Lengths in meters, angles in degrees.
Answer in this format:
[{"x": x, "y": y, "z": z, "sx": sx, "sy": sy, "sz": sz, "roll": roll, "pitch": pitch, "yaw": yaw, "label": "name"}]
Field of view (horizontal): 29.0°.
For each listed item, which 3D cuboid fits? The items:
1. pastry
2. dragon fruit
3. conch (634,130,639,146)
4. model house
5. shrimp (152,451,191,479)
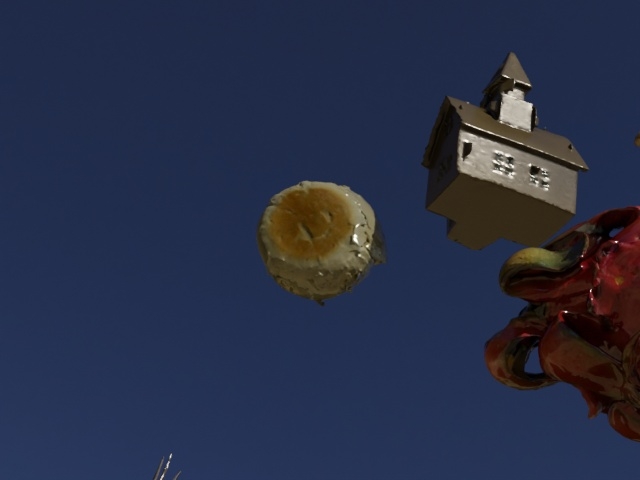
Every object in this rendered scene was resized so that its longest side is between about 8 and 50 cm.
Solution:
[{"x": 0.000, "y": 0.000, "z": 1.517, "sx": 0.166, "sy": 0.165, "sz": 0.088, "roll": -4, "pitch": -30, "yaw": 9, "label": "pastry"}, {"x": 0.299, "y": 0.064, "z": 1.027, "sx": 0.307, "sy": 0.243, "sz": 0.227, "roll": -26, "pitch": -57, "yaw": -8, "label": "dragon fruit"}, {"x": 0.425, "y": -0.129, "z": 1.303, "sx": 0.176, "sy": 0.104, "sz": 0.094, "roll": -39, "pitch": -91, "yaw": 13, "label": "conch"}, {"x": 0.226, "y": -0.130, "z": 1.582, "sx": 0.181, "sy": 0.248, "sz": 0.176, "roll": 19, "pitch": -29, "yaw": -15, "label": "model house"}, {"x": -0.269, "y": 0.410, "z": 1.627, "sx": 0.145, "sy": 0.343, "sz": 0.116, "roll": -31, "pitch": -74, "yaw": 39, "label": "shrimp"}]
